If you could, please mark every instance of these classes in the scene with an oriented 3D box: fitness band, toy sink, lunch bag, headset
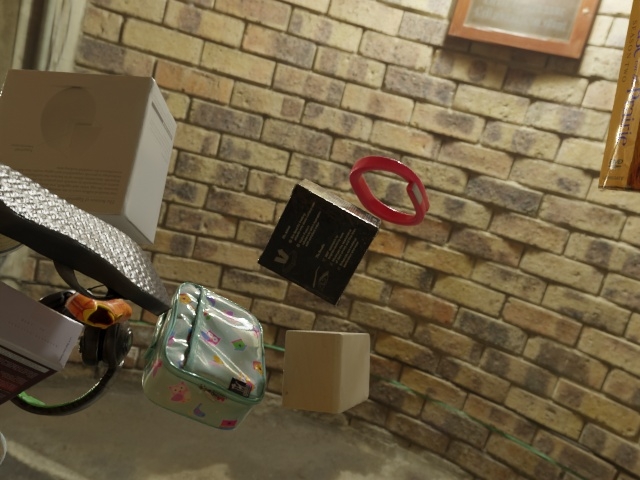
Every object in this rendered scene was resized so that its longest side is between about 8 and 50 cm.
[{"bbox_3d":[0.197,-0.138,1.432,0.209,0.054,0.291,13,-24,31],"label":"fitness band"},{"bbox_3d":[0.016,0.273,1.079,0.131,0.153,0.234,0,-9,20],"label":"toy sink"},{"bbox_3d":[-0.220,0.214,0.963,0.224,0.108,0.279,35,19,-23],"label":"lunch bag"},{"bbox_3d":[-0.529,0.183,1.096,0.243,0.394,0.185,26,-25,1],"label":"headset"}]

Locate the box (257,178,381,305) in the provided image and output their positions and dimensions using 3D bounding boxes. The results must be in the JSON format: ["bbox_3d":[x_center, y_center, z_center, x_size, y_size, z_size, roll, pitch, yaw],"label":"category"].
[{"bbox_3d":[0.000,0.000,0.865,0.158,0.156,0.093,29,16,2],"label":"box"}]

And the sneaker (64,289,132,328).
[{"bbox_3d":[-0.399,0.139,0.921,0.067,0.064,0.175,40,-3,15],"label":"sneaker"}]

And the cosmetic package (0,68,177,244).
[{"bbox_3d":[-0.364,-0.122,0.765,0.224,0.225,0.138,4,-20,2],"label":"cosmetic package"}]

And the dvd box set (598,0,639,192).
[{"bbox_3d":[0.569,-0.262,0.687,0.307,0.420,0.062,5,8,-12],"label":"dvd box set"}]

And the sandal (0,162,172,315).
[{"bbox_3d":[-0.255,0.011,0.525,0.254,0.054,0.097,49,5,-48],"label":"sandal"}]

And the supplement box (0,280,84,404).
[{"bbox_3d":[-0.459,0.156,0.696,0.130,0.239,0.073,42,35,-31],"label":"supplement box"}]

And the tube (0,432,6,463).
[{"bbox_3d":[-0.401,0.249,0.569,0.052,0.080,0.207,26,-37,-26],"label":"tube"}]

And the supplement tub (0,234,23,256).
[{"bbox_3d":[-0.779,-0.122,1.164,0.228,0.316,0.228,17,53,-23],"label":"supplement tub"}]
